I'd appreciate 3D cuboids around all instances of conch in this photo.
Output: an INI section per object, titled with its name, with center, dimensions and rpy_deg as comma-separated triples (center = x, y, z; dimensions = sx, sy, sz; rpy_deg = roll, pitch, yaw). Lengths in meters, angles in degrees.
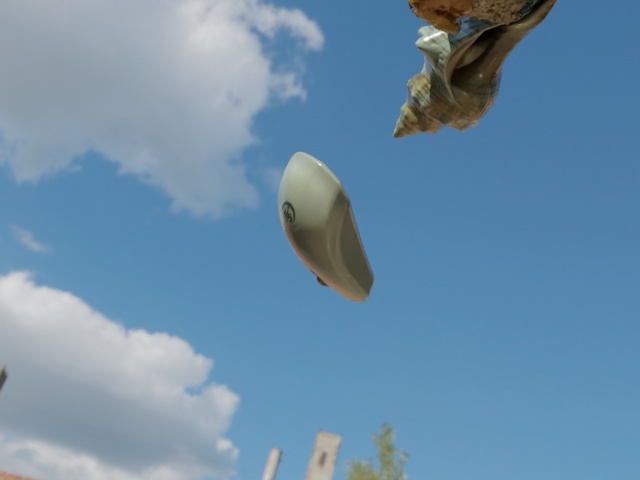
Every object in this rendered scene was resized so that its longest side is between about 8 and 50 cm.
[conch]
center = 0.241, -0.318, 1.399
dimensions = 0.169, 0.203, 0.386
rpy_deg = 45, -59, 28

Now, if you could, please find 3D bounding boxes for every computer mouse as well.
[computer mouse]
center = 0.000, 0.000, 0.788
dimensions = 0.089, 0.056, 0.181
rpy_deg = 40, -21, 47

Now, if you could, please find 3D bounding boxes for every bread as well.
[bread]
center = 0.223, -0.428, 1.217
dimensions = 0.185, 0.380, 0.109
rpy_deg = 28, -44, -16
